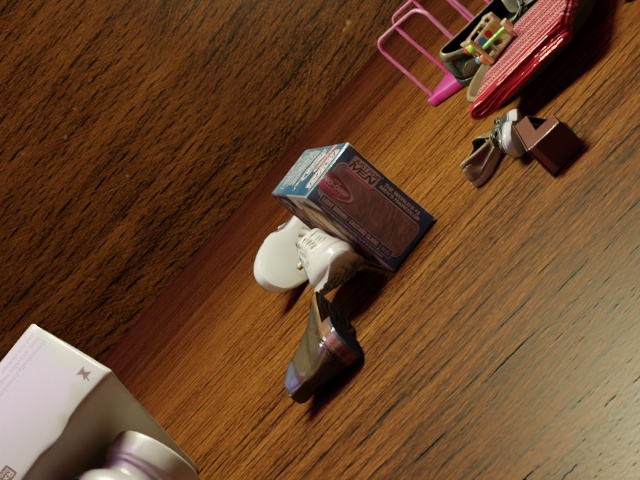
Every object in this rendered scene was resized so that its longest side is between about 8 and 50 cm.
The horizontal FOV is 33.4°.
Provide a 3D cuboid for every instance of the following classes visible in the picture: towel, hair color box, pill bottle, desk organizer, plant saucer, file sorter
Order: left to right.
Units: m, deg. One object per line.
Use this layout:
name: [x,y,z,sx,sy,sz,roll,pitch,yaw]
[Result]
pill bottle: [-0.276,0.389,1.336,0.278,0.162,0.162,-56,12,-31]
hair color box: [0.039,-0.056,1.677,0.105,0.174,0.347,-51,10,-5]
file sorter: [0.272,-0.449,2.068,0.291,0.182,0.202,-55,11,-25]
towel: [0.311,-0.296,1.564,0.199,0.031,0.275,-45,10,38]
plant saucer: [0.342,-0.318,1.706,0.278,0.041,0.278,-49,10,12]
desk organizer: [0.273,-0.125,1.287,0.050,0.047,0.130,-45,11,15]

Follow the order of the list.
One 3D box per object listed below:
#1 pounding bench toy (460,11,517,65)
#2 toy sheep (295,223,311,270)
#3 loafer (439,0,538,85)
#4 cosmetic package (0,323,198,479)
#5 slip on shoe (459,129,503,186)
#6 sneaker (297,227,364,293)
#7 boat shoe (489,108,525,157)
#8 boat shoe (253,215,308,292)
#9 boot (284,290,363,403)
pounding bench toy: [0.254,-0.302,1.610,0.065,0.052,0.083,-51,7,0]
toy sheep: [0.000,0.000,1.905,0.132,0.091,0.091,-50,10,-18]
loafer: [0.319,-0.390,1.864,0.267,0.084,0.096,-48,38,7]
cosmetic package: [-0.343,0.310,1.512,0.217,0.156,0.385,-53,-29,-20]
slip on shoe: [0.233,-0.133,1.497,0.135,0.041,0.051,-56,12,-31]
sneaker: [0.004,0.027,1.611,0.090,0.095,0.235,-31,-5,-9]
boat shoe: [0.247,-0.138,1.420,0.040,0.049,0.142,-18,14,19]
boat shoe: [-0.065,0.023,2.037,0.102,0.108,0.301,-43,10,34]
boot: [-0.011,0.141,1.451,0.106,0.082,0.219,-46,12,6]
